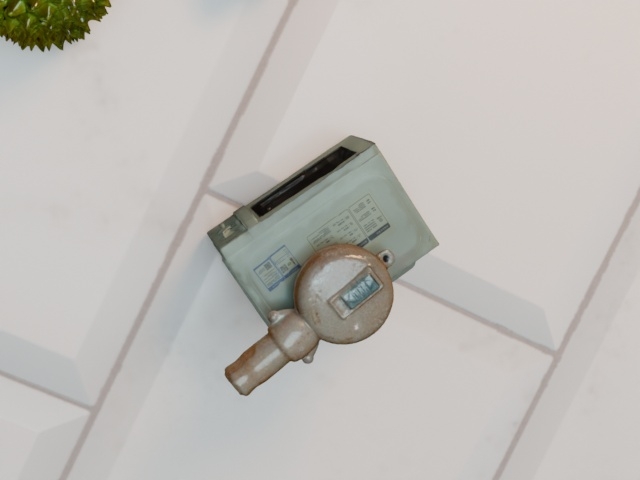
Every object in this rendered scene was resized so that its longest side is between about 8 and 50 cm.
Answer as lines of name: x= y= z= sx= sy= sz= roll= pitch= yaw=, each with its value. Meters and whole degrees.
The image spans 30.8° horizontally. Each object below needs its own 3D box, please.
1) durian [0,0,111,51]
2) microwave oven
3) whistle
durian: x=-0.285 y=-0.315 z=1.167 sx=0.200 sy=0.176 sz=0.237 roll=-5 pitch=90 yaw=-32
microwave oven: x=0.000 y=0.000 z=1.308 sx=0.208 sy=0.122 sz=0.162 roll=-35 pitch=106 yaw=-5
whistle: x=-0.007 y=0.083 z=1.229 sx=0.220 sy=0.057 sz=0.107 roll=-38 pitch=106 yaw=-2
